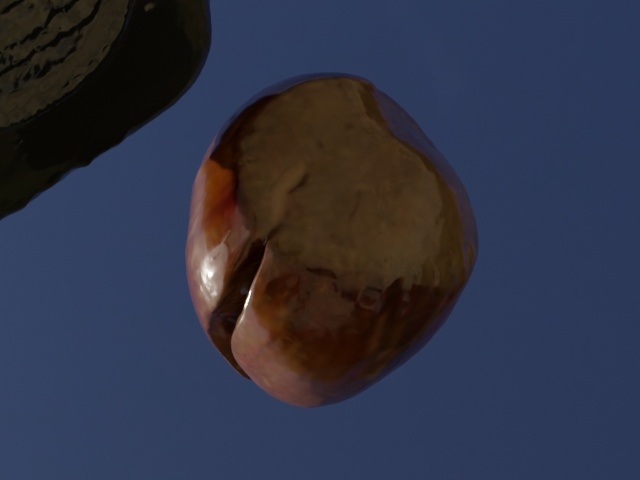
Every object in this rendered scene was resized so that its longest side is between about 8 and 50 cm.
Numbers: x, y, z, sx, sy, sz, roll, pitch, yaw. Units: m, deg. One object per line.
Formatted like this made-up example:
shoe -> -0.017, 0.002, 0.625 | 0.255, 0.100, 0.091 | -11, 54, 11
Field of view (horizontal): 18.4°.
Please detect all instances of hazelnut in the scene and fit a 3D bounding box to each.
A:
hazelnut -> 0.000, 0.000, 0.933 | 0.143, 0.143, 0.154 | -11, -118, -9

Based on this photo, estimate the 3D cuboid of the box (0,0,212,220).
box -> -0.146, -0.107, 0.892 | 0.212, 0.201, 0.042 | -34, -144, -19
